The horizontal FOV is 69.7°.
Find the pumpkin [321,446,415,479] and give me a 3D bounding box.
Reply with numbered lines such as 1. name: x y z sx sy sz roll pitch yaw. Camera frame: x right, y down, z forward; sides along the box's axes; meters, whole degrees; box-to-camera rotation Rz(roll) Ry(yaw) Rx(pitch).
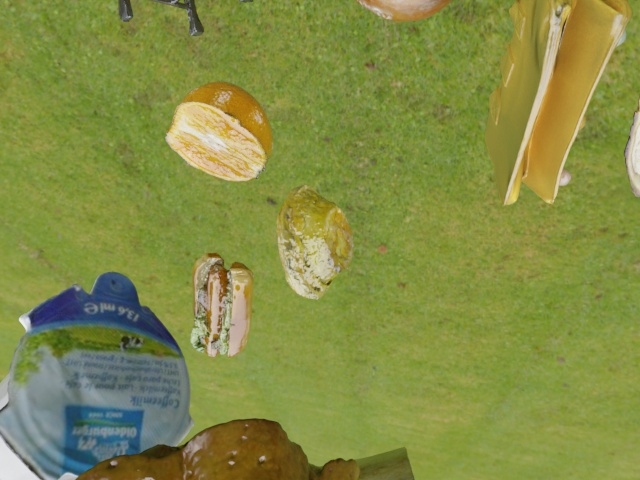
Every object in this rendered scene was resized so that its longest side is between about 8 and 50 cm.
1. pumpkin: 0.040 0.458 0.617 0.199 0.332 0.332 0 150 5

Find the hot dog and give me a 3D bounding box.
1. hot dog: -0.217 0.164 0.996 0.135 0.100 0.337 20 135 5

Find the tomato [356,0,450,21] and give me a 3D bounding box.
1. tomato: 0.150 -0.419 0.672 0.155 0.181 0.214 46 121 14

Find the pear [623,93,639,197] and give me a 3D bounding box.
1. pear: 0.541 -0.166 0.471 0.340 0.191 0.386 50 137 12

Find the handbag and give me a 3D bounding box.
1. handbag: 0.403 -0.287 0.851 0.133 0.283 0.401 -4 137 4

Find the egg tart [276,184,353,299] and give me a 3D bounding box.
1. egg tart: 0.000 0.000 1.127 0.123 0.294 0.294 -8 146 23

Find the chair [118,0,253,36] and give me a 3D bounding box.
1. chair: -0.164 -0.345 0.460 0.106 0.229 0.113 -7 -172 40

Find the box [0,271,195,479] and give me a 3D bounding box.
1. box: -0.358 0.213 0.662 0.206 0.291 0.262 -34 146 26

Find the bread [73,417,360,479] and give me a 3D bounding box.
1. bread: -0.095 0.243 0.346 0.247 0.135 0.232 -39 124 11

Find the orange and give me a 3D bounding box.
1. orange: -0.253 -0.260 1.167 0.274 0.274 0.310 21 127 -18
